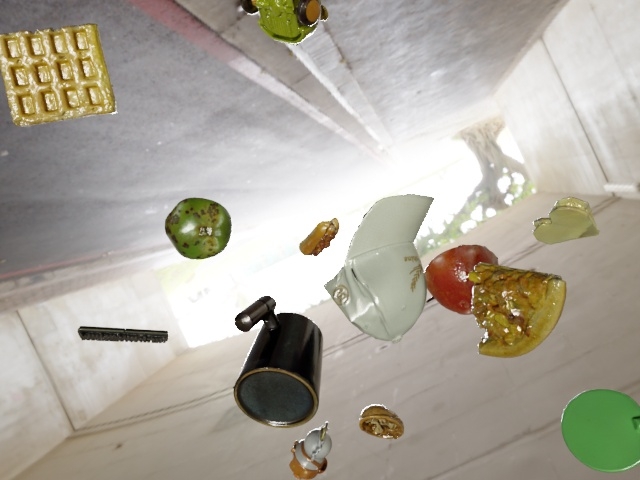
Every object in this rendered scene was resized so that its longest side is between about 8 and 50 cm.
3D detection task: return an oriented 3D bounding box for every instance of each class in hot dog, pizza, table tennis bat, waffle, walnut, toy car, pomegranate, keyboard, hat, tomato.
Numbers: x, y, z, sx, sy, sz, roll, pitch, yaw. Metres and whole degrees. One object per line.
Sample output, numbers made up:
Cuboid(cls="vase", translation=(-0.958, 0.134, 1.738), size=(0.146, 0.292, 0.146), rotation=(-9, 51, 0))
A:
Cuboid(cls="hot dog", translation=(0.000, 0.000, 1.819), size=(0.102, 0.076, 0.249), rotation=(-22, 169, -29))
Cuboid(cls="pizza", translation=(0.495, 0.196, 1.379), size=(0.087, 0.258, 0.268), rotation=(-22, -163, -33))
Cuboid(cls="table tennis bat", translation=(0.609, 0.367, 1.088), size=(0.257, 0.161, 0.039), rotation=(-24, 147, 33))
Cuboid(cls="waffle", translation=(-0.654, -0.411, 1.372), size=(0.247, 0.221, 0.055), rotation=(-11, -169, -11))
Cuboid(cls="walnut", translation=(0.140, 0.407, 1.255), size=(0.091, 0.121, 0.052), rotation=(-27, -142, 32))
Cuboid(cls="toy car", translation=(-0.065, -0.536, 1.118), size=(0.200, 0.248, 0.142), rotation=(28, -122, 31))
Cuboid(cls="pomegranate", translation=(-0.272, -0.018, 1.200), size=(0.143, 0.123, 0.169), rotation=(15, 164, -34))
Cuboid(cls="keyboard", translation=(-0.524, 0.253, 1.472), size=(0.230, 0.025, 0.094), rotation=(5, 154, -15))
Cuboid(cls="hat", translation=(0.170, 0.049, 1.135), size=(0.257, 0.168, 0.302), rotation=(-1, 120, -57))
Cuboid(cls="tomato", translation=(0.520, 0.164, 1.945), size=(0.308, 0.170, 0.309), rotation=(-5, 143, -4))

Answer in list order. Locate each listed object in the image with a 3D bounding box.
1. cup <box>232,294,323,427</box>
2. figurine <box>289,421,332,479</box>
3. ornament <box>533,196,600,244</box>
Cuboid(cls="cup", translation=(-0.073, 0.223, 1.095), size=(0.165, 0.240, 0.177), rotation=(4, -147, 8))
Cuboid(cls="figurine", translation=(-0.034, 0.745, 1.960), size=(0.143, 0.272, 0.143), rotation=(8, -154, -4))
Cuboid(cls="ornament", translation=(0.749, -0.048, 1.640), size=(0.179, 0.059, 0.201), rotation=(17, 155, -1))
